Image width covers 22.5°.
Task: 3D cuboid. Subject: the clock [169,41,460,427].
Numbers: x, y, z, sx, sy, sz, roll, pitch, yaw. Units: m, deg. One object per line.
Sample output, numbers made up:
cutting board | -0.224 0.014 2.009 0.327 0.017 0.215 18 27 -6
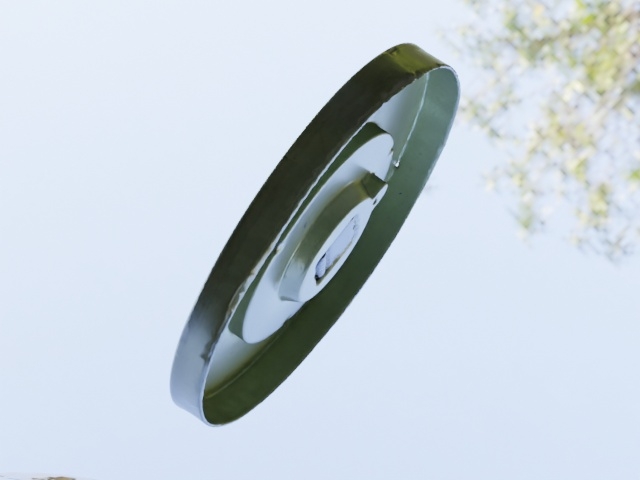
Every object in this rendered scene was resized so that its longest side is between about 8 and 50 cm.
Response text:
clock | 0.000 0.000 0.861 0.029 0.235 0.235 33 -144 12

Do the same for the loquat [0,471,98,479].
loquat | -0.123 0.201 0.687 0.208 0.208 0.208 24 -138 -23
